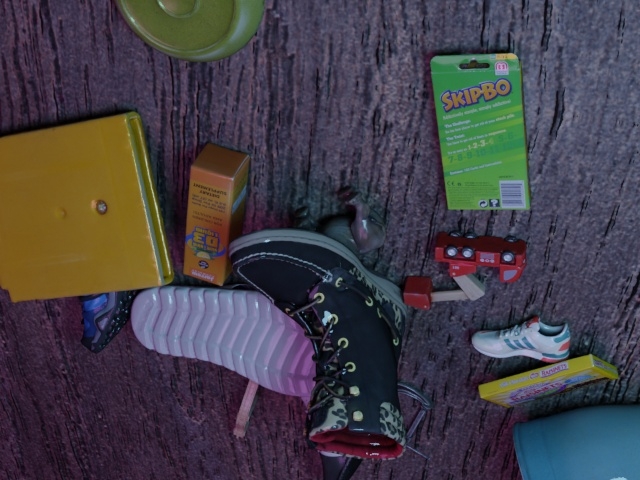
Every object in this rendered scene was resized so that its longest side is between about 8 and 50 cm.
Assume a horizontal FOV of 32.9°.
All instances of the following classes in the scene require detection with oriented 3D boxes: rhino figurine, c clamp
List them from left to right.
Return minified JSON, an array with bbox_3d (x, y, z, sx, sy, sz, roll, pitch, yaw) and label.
[{"bbox_3d":[0.000,0.000,1.738,0.243,0.073,0.106,-24,113,34],"label":"rhino figurine"},{"bbox_3d":[0.158,0.322,1.974,0.137,0.022,0.160,22,132,8],"label":"c clamp"}]

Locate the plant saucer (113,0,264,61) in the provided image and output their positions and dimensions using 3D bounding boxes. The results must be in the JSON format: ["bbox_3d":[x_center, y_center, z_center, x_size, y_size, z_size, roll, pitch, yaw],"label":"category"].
[{"bbox_3d":[-0.200,-0.355,1.548,0.241,0.037,0.241,9,130,11],"label":"plant saucer"}]

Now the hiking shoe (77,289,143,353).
[{"bbox_3d":[-0.385,0.062,1.906,0.132,0.113,0.304,27,122,8],"label":"hiking shoe"}]

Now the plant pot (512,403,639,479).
[{"bbox_3d":[0.485,0.384,1.772,0.255,0.271,0.271,-24,117,15],"label":"plant pot"}]

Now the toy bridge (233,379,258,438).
[{"bbox_3d":[-0.138,0.313,2.035,0.026,0.063,0.188,20,130,3],"label":"toy bridge"}]

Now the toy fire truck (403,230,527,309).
[{"bbox_3d":[0.229,0.052,1.718,0.192,0.047,0.135,6,129,13],"label":"toy fire truck"}]

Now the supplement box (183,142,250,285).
[{"bbox_3d":[-0.171,-0.039,1.761,0.078,0.080,0.233,16,132,9],"label":"supplement box"}]

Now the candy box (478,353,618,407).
[{"bbox_3d":[0.376,0.234,1.793,0.206,0.027,0.105,-22,149,31],"label":"candy box"}]

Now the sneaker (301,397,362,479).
[{"bbox_3d":[0.028,0.307,1.948,0.146,0.122,0.330,24,124,21],"label":"sneaker"}]

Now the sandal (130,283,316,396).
[{"bbox_3d":[-0.129,0.148,1.880,0.416,0.102,0.169,15,106,16],"label":"sandal"}]

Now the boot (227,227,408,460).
[{"bbox_3d":[0.009,0.161,1.648,0.138,0.284,0.377,-21,145,31],"label":"boot"}]

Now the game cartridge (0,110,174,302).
[{"bbox_3d":[-0.414,-0.049,1.787,0.324,0.053,0.285,-6,100,25],"label":"game cartridge"}]

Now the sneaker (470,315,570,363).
[{"bbox_3d":[0.328,0.151,1.761,0.161,0.057,0.075,7,123,10],"label":"sneaker"}]

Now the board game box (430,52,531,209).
[{"bbox_3d":[0.233,-0.157,1.560,0.124,0.039,0.259,1,130,17],"label":"board game box"}]
